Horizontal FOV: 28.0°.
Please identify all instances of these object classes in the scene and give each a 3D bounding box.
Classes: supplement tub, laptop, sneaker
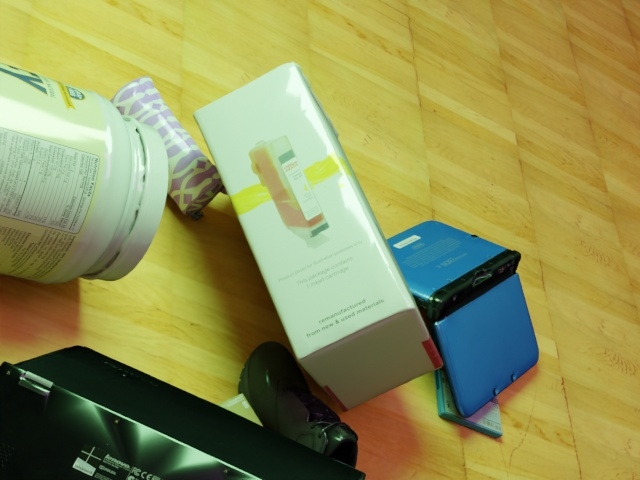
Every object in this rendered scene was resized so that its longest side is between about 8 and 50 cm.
[{"bbox_3d":[-0.363,-0.080,1.464,0.325,0.235,0.235,15,48,-36],"label":"supplement tub"},{"bbox_3d":[-0.180,0.295,1.324,0.382,0.236,0.407,23,58,5],"label":"laptop"},{"bbox_3d":[-0.012,0.245,1.607,0.109,0.130,0.286,5,53,-41],"label":"sneaker"}]

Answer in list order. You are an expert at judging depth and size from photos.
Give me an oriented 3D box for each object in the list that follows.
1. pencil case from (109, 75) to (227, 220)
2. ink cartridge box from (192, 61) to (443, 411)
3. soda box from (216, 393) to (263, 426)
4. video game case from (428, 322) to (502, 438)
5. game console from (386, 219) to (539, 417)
[{"bbox_3d":[-0.209,-0.132,1.782,0.088,0.086,0.206,-34,83,-42],"label":"pencil case"},{"bbox_3d":[0.000,0.000,1.707,0.384,0.160,0.279,66,4,24],"label":"ink cartridge box"},{"bbox_3d":[-0.152,0.245,1.523,0.181,0.061,0.058,-20,73,-51],"label":"soda box"},{"bbox_3d":[0.221,0.213,1.957,0.119,0.015,0.166,24,43,-28],"label":"video game case"},{"bbox_3d":[0.195,0.111,1.990,0.250,0.173,0.293,23,24,26],"label":"game console"}]
